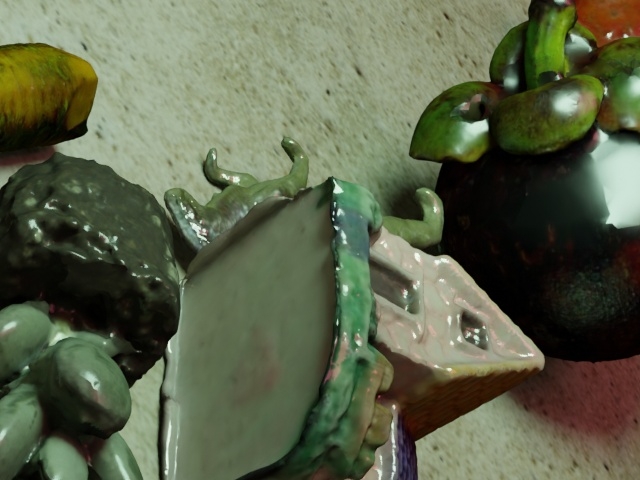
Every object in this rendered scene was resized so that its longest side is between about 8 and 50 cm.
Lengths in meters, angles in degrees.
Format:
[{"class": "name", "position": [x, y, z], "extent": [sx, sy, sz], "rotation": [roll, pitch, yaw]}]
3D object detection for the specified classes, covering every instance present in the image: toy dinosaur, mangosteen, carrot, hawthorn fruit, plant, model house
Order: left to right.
[{"class": "carrot", "position": [-0.232, -0.102, 1.370], "extent": [0.173, 0.082, 0.082], "rotation": [-12, 70, -58]}, {"class": "plant", "position": [-0.172, 0.078, 1.230], "extent": [0.146, 0.149, 0.274], "rotation": [19, 42, -21]}, {"class": "toy dinosaur", "position": [-0.005, 0.003, 1.573], "extent": [0.294, 0.077, 0.162], "rotation": [19, 50, -22]}, {"class": "model house", "position": [0.032, 0.120, 1.390], "extent": [0.237, 0.202, 0.237], "rotation": [30, 40, -32]}, {"class": "mangosteen", "position": [0.240, -0.043, 1.714], "extent": [0.311, 0.311, 0.311], "rotation": [32, 39, -31]}, {"class": "hawthorn fruit", "position": [0.312, -0.208, 2.086], "extent": [0.200, 0.179, 0.179], "rotation": [35, 32, 9]}]
